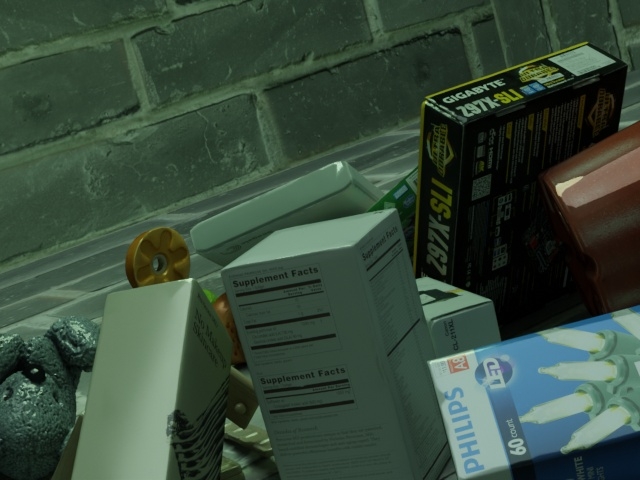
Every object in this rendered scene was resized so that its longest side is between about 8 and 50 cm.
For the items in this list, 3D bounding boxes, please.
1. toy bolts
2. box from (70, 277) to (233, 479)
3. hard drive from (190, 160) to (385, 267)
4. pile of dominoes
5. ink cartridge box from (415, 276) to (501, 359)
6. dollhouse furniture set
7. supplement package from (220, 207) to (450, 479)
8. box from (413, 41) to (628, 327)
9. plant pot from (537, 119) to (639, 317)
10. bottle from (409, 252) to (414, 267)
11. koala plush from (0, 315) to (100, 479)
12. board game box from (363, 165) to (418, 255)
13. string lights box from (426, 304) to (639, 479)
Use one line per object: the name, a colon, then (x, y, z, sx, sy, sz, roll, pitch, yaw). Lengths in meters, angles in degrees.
toy bolts: (-0.177, 0.109, 1.687, 0.158, 0.218, 0.228, 2, 38, 42)
box: (-0.146, 0.173, 1.136, 0.094, 0.113, 0.275, -11, 46, 14)
hard drive: (0.000, 0.000, 1.810, 0.233, 0.047, 0.353, -24, -22, 15)
pile of dominoes: (-0.141, 0.250, 1.343, 0.196, 0.040, 0.251, -19, 3, -17)
ink cartridge box: (0.126, 0.117, 1.334, 0.072, 0.127, 0.175, -16, 11, -15)
dollhouse furniture set: (-0.164, 0.200, 1.293, 0.151, 0.123, 0.144, -43, -16, -55)
supplement package: (0.022, 0.111, 1.193, 0.133, 0.244, 0.139, -11, 11, 23)
box: (0.233, -0.049, 1.538, 0.257, 0.322, 0.079, -23, 40, -30)
plant pot: (0.401, -0.032, 1.426, 0.265, 0.272, 0.272, -24, 10, 4)
bottle: (0.119, 0.068, 1.690, 0.282, 0.092, 0.118, -23, 7, -35)
koala plush: (-0.343, 0.205, 1.482, 0.196, 0.203, 0.221, 10, 14, -25)
board game box: (0.090, 0.002, 1.712, 0.317, 0.046, 0.213, -42, -16, 26)
string lights box: (0.232, 0.138, 1.067, 0.259, 0.077, 0.133, -15, 44, 3)
